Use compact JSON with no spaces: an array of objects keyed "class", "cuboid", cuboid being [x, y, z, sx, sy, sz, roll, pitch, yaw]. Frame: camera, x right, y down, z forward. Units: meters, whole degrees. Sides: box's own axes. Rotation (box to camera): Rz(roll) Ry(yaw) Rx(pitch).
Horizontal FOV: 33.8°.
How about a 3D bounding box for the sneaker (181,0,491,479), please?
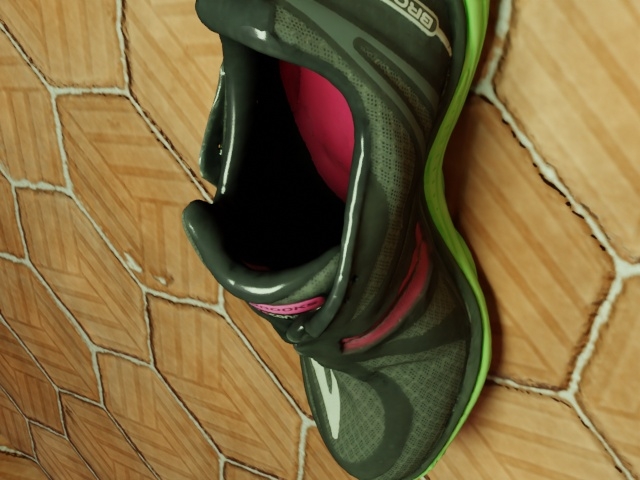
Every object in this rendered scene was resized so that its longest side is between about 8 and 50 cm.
[{"class":"sneaker","cuboid":[0.000,0.000,0.717,0.185,0.202,0.483,25,139,36]}]
